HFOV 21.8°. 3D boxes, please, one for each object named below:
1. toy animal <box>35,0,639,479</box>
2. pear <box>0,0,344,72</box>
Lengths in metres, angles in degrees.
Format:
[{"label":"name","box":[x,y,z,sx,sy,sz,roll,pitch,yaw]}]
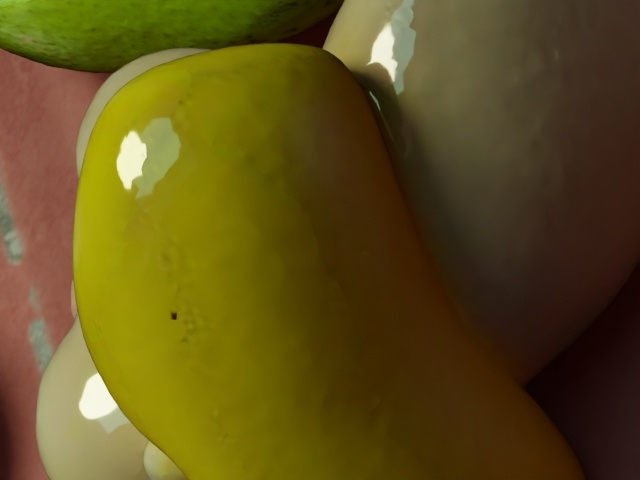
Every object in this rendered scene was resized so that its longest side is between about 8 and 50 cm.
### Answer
[{"label":"toy animal","box":[-0.015,-0.011,0.716,0.247,0.277,0.345,9,78,52]},{"label":"pear","box":[-0.061,-0.211,0.896,0.292,0.159,0.292,-13,67,31]}]
